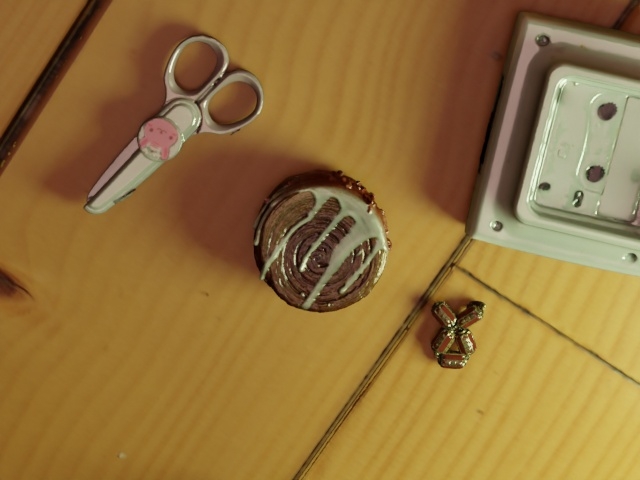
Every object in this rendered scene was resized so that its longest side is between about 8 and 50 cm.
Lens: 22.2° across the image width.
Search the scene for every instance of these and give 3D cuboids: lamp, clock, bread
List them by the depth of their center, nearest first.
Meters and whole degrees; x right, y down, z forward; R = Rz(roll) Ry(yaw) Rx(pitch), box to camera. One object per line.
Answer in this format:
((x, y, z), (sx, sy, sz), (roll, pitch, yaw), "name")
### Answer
((0.300, -0.100, 1.794), (0.231, 0.116, 0.262), (13, 102, -2), "clock")
((0.000, 0.000, 1.837), (0.161, 0.073, 0.160), (0, 103, 1), "bread")
((0.157, 0.110, 1.887), (0.063, 0.031, 0.083), (2, 107, 1), "lamp")

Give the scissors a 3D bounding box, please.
((-0.178, -0.118, 1.830), (0.242, 0.030, 0.118), (-43, 99, 7), "scissors")
